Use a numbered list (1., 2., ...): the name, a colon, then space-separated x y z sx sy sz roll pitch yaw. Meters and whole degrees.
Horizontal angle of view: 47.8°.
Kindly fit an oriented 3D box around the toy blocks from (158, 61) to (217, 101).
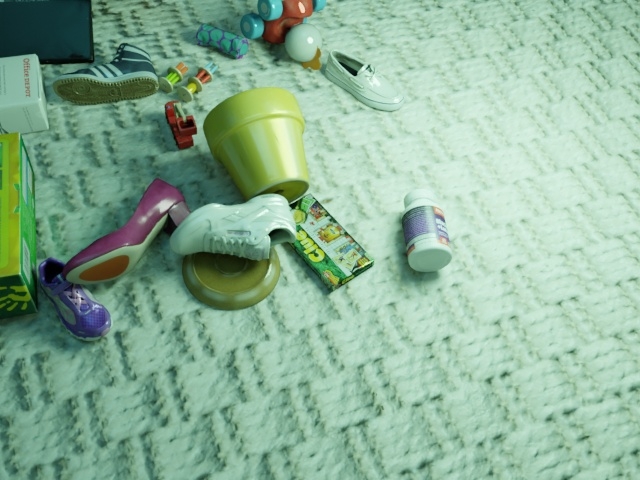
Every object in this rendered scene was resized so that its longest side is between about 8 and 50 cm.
1. toy blocks: -0.377 -0.476 2.083 0.123 0.054 0.148 27 57 13

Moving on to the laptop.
1. laptop: -0.881 -0.696 2.219 0.381 0.236 0.408 -4 83 -8

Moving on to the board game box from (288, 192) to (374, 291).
1. board game box: 0.000 0.000 1.792 0.136 0.030 0.260 -32 63 -23

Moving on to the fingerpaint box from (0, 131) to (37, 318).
1. fingerpaint box: -0.852 -0.019 1.640 0.371 0.163 0.445 -10 52 -12

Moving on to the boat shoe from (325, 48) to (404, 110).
1. boat shoe: 0.131 -0.474 2.106 0.267 0.088 0.096 37 59 20

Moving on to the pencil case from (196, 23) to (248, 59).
1. pencil case: -0.295 -0.596 2.171 0.151 0.070 0.064 24 22 13

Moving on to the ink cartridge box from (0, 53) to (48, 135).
1. ink cartridge box: -0.880 -0.379 1.930 0.272 0.115 0.198 -10 56 -12

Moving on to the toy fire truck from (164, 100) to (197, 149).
1. toy fire truck: -0.374 -0.319 1.920 0.047 0.135 0.192 -16 58 -16

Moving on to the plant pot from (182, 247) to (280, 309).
1. plant pot: -0.213 0.057 1.729 0.236 0.032 0.236 2 54 -3

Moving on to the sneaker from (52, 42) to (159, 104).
1. sneaker: -0.605 -0.472 2.032 0.282 0.099 0.153 -6 57 -14

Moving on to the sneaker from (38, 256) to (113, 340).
1. sneaker: -0.555 0.123 1.606 0.095 0.105 0.236 -36 66 -28

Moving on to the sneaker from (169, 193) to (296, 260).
1. sneaker: -0.199 -0.016 1.691 0.305 0.114 0.152 -17 56 -16

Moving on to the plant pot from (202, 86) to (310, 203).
1. plant pot: -0.142 -0.216 1.819 0.254 0.254 0.239 -15 73 -16

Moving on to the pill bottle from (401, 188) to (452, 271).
1. pill bottle: 0.258 -0.029 1.786 0.108 0.108 0.194 -1 55 -6

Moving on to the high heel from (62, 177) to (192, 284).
1. high heel: -0.464 -0.026 1.683 0.181 0.127 0.377 47 40 15

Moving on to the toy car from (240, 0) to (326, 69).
1. toy car: -0.076 -0.605 2.155 0.219 0.210 0.238 -24 89 -39
